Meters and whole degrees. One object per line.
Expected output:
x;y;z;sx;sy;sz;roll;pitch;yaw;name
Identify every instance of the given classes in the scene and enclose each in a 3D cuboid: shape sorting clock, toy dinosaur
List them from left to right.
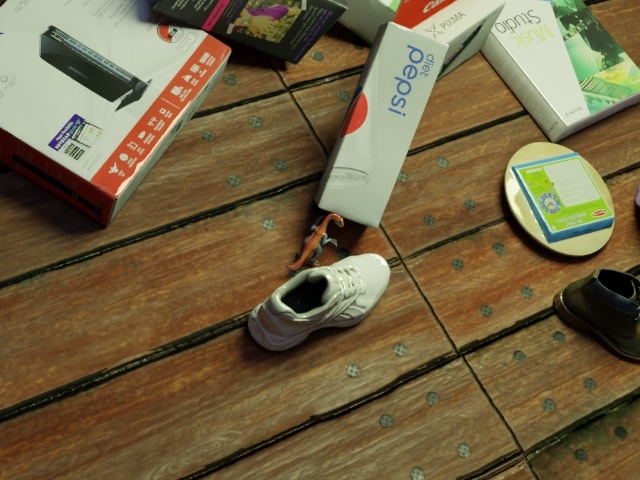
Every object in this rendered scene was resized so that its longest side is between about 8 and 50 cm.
0.000;0.000;1.597;0.047;0.082;0.090;31;34;5;toy dinosaur
0.386;-0.067;1.806;0.206;0.040;0.206;12;56;-18;shape sorting clock

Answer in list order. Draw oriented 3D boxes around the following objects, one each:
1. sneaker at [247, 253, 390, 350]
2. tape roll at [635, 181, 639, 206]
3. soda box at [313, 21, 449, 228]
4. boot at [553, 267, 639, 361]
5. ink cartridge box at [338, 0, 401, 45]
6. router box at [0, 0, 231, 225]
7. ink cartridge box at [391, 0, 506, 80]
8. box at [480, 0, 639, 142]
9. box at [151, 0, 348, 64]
0.015;0.072;1.540;0.232;0.115;0.090;-28;74;-31;sneaker
0.627;-0.148;1.802;0.090;0.275;0.275;33;55;0;tape roll
0.085;-0.168;1.627;0.098;0.091;0.286;21;97;-8;soda box
0.473;0.116;1.692;0.219;0.106;0.082;23;56;-6;boot
0.077;-0.448;1.851;0.154;0.093;0.212;26;52;-40;ink cartridge box
-0.340;-0.228;1.603;0.301;0.082;0.335;31;55;-1;router box
0.198;-0.342;1.775;0.060;0.239;0.275;45;56;12;ink cartridge box
0.403;-0.342;1.964;0.232;0.058;0.322;-26;74;-30;box
-0.115;-0.406;1.695;0.270;0.143;0.165;15;46;-37;box
